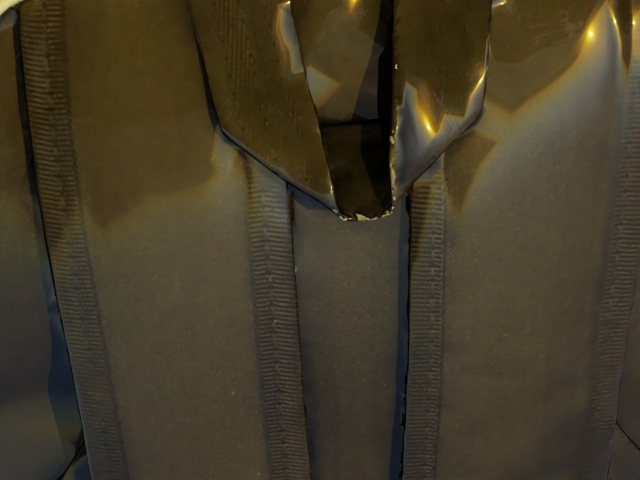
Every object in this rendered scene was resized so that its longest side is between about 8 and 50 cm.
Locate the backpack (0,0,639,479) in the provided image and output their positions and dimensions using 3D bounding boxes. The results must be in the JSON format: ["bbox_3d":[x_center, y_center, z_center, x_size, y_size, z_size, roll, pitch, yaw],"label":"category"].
[{"bbox_3d":[0.000,0.000,0.472,0.225,0.253,0.191,-5,-141,-3],"label":"backpack"}]
